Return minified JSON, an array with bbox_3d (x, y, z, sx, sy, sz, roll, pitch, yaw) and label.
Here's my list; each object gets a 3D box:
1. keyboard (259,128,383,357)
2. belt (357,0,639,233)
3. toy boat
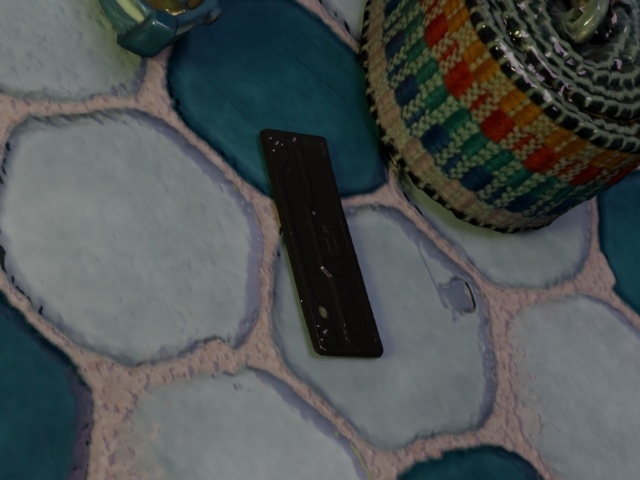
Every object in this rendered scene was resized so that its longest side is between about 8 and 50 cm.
[{"bbox_3d":[0.000,0.000,0.940,0.053,0.010,0.155,6,59,-37],"label":"keyboard"},{"bbox_3d":[0.152,-0.157,1.056,0.207,0.160,0.295,30,48,-19],"label":"belt"},{"bbox_3d":[-0.087,-0.202,0.944,0.088,0.102,0.215,22,51,-22],"label":"toy boat"}]
